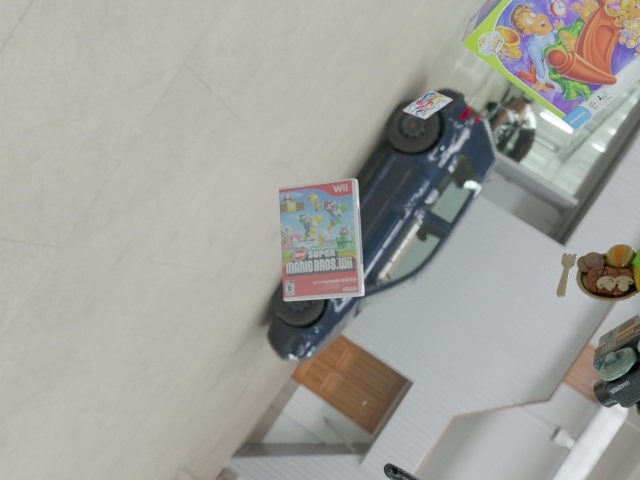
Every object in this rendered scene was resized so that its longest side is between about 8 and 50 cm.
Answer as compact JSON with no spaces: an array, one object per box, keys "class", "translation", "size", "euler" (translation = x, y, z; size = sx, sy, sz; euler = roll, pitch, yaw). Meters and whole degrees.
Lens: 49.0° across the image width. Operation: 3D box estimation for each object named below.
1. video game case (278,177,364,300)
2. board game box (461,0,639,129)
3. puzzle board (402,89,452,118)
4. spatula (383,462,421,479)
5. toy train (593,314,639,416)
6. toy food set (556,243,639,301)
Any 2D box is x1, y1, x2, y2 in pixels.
[{"class":"video game case","translation":[0.000,0.000,1.713],"size":[0.025,0.204,0.285],"euler":[18,68,-69]},{"class":"board game box","translation":[0.401,-0.343,0.981],"size":[0.347,0.233,0.078],"euler":[-45,-164,47]},{"class":"puzzle board","translation":[0.333,-0.421,2.187],"size":[0.128,0.096,0.011],"euler":[-30,-126,49]},{"class":"spatula","translation":[0.241,0.496,1.344],"size":[0.030,0.296,0.084],"euler":[-47,-160,45]},{"class":"toy train","translation":[0.625,0.175,1.231],"size":[0.334,0.142,0.190],"euler":[-46,-179,36]},{"class":"toy food set","translation":[0.534,0.057,1.289],"size":[0.132,0.192,0.038],"euler":[-62,141,-38]}]
